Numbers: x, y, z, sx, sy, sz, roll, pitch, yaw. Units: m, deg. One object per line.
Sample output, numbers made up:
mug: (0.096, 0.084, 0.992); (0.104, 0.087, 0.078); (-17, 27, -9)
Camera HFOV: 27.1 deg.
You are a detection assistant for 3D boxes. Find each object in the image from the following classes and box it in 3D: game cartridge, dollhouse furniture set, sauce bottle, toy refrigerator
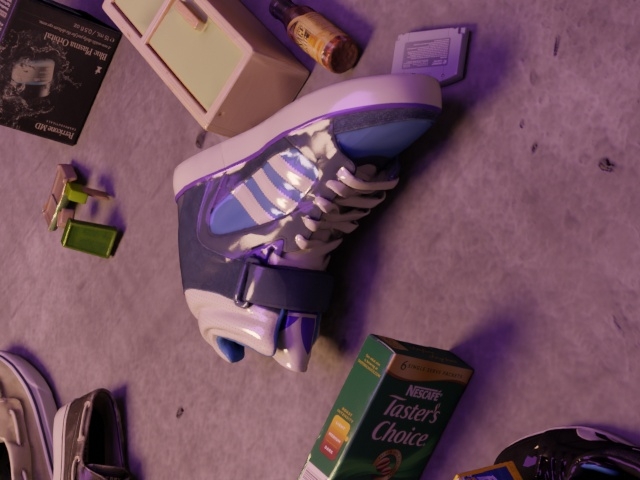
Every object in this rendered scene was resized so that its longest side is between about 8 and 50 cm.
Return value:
game cartridge: (0.104, -0.173, 1.269); (0.083, 0.017, 0.056); (2, 77, 44)
dollhouse furniture set: (-0.289, -0.033, 1.602); (0.076, 0.059, 0.151); (-69, 26, 15)
sauce bottle: (-0.010, -0.216, 1.373); (0.128, 0.042, 0.042); (43, 109, 43)
toy refrigerator: (-0.134, -0.223, 1.455); (0.102, 0.094, 0.269); (-56, 48, 18)

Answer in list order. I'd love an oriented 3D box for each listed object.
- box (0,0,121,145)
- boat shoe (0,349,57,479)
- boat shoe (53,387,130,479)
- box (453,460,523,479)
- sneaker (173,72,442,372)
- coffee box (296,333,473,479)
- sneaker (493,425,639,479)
box: (-0.352, -0.217, 1.618); (0.093, 0.156, 0.158); (33, 103, 42)
boat shoe: (-0.360, 0.238, 1.545); (0.109, 0.094, 0.302); (-53, 49, 20)
boat shoe: (-0.246, 0.267, 1.441); (0.070, 0.078, 0.219); (-31, 57, 35)
box: (0.118, 0.249, 1.064); (0.169, 0.054, 0.059); (108, 144, -46)
sneaker: (-0.001, 0.000, 1.260); (0.323, 0.130, 0.236); (-21, 75, 33)
coffee box: (0.050, 0.175, 1.159); (0.040, 0.113, 0.184); (35, 102, 44)
sneaker: (0.198, 0.179, 1.009); (0.217, 0.121, 0.079); (1, 79, 44)
